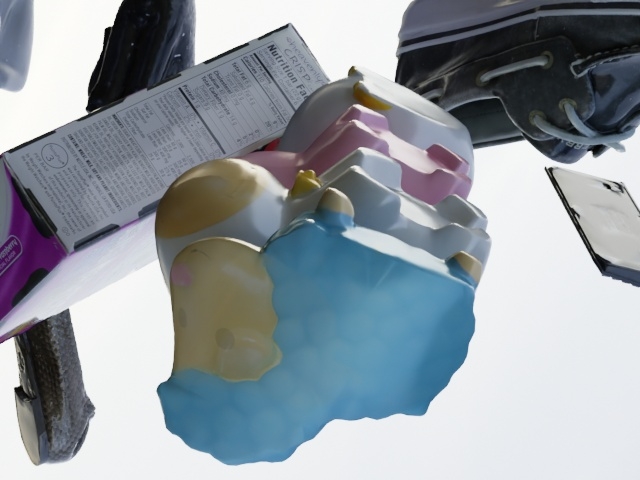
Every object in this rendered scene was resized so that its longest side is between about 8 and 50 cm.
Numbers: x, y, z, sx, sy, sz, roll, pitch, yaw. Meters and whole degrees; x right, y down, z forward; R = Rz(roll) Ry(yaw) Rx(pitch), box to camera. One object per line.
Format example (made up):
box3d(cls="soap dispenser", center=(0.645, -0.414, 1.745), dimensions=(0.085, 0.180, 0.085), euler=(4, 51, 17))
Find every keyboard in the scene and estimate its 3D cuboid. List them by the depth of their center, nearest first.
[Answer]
box3d(cls="keyboard", center=(0.255, -0.007, 1.560), dimensions=(0.180, 0.108, 0.023), euler=(-105, -148, -59))

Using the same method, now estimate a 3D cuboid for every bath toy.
box3d(cls="bath toy", center=(0.000, 0.000, 0.920), dimensions=(0.129, 0.151, 0.348), euler=(-62, -178, 16))

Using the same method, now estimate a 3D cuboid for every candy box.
box3d(cls="candy box", center=(-0.113, -0.030, 1.088), dimensions=(0.233, 0.071, 0.159), euler=(-29, 173, -42))

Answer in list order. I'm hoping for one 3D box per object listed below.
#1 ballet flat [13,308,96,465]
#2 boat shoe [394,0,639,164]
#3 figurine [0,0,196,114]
box3d(cls="ballet flat", center=(-0.208, 0.055, 1.420), dimensions=(0.084, 0.058, 0.249), euler=(-153, -124, -61))
box3d(cls="boat shoe", center=(0.169, -0.105, 1.192), dimensions=(0.335, 0.121, 0.119), euler=(-3, -106, 56))
box3d(cls="figurine", center=(-0.177, -0.203, 1.368), dimensions=(0.092, 0.215, 0.209), euler=(5, 101, -77))
